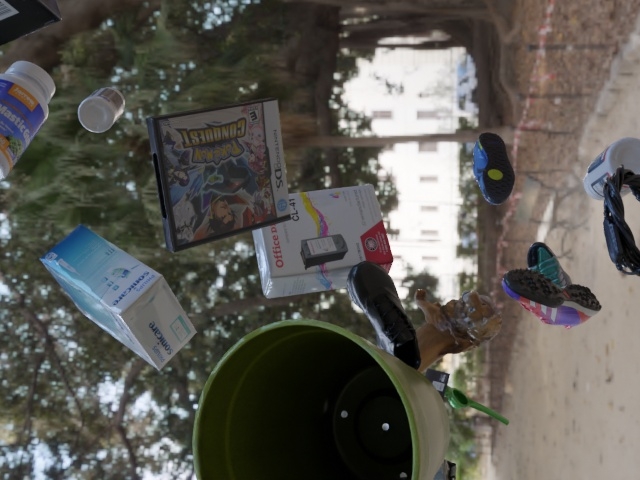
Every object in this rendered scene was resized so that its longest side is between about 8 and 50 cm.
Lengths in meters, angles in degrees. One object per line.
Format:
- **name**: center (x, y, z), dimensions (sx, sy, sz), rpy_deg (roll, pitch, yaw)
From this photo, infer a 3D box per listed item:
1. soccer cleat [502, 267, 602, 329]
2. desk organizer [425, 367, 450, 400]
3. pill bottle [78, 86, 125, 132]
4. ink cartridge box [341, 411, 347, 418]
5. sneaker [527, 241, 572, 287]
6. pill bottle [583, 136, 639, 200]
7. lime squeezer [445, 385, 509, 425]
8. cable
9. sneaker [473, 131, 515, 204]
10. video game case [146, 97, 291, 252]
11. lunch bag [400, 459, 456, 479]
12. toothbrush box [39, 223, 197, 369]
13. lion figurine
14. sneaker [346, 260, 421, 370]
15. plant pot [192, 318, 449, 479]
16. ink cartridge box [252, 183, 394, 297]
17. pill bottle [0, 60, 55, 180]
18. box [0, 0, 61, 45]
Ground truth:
- **soccer cleat**: center (0.537, 0.151, 1.851), dimensions (0.116, 0.318, 0.109), rpy_deg (-52, 41, 31)
- **desk organizer**: center (0.214, 0.320, 1.502), dimensions (0.050, 0.047, 0.130), rpy_deg (82, -155, -50)
- **pill bottle**: center (-0.471, -0.288, 1.680), dimensions (0.137, 0.078, 0.078), rpy_deg (-92, 0, -68)
- **ink cartridge box**: center (-0.009, 0.343, 1.610), dimensions (0.072, 0.175, 0.128), rpy_deg (-90, 2, -47)
- **sneaker**: center (0.626, 0.090, 2.093), dimensions (0.224, 0.083, 0.098), rpy_deg (61, -148, -15)
- **pill bottle**: center (0.650, -0.149, 1.700), dimensions (0.180, 0.107, 0.108), rpy_deg (96, 178, -79)
- **lime squeezer**: center (0.300, 0.397, 1.840), dimensions (0.059, 0.310, 0.110), rpy_deg (-88, -2, -78)
- **cable**: center (0.500, -0.032, 1.199), dimensions (0.047, 0.150, 0.185), rpy_deg (146, 118, -61)
- **sneaker**: center (0.359, -0.135, 1.623), dimensions (0.209, 0.069, 0.082), rpy_deg (-87, 5, -45)
- **video game case**: center (-0.184, -0.130, 1.474), dimensions (0.274, 0.035, 0.248), rpy_deg (-17, -71, -36)
- **lunch bag**: center (0.156, 0.607, 1.684), dimensions (0.213, 0.304, 0.256), rpy_deg (-83, -16, -68)
- **toothbrush box**: center (-0.440, 0.122, 1.694), dimensions (0.126, 0.295, 0.216), rpy_deg (-46, -38, -23)
- **lion figurine**: center (0.247, 0.255, 1.876), dimensions (0.142, 0.392, 0.240), rpy_deg (46, -178, -34)
- **sneaker**: center (0.157, 0.171, 1.727), dimensions (0.286, 0.109, 0.130), rpy_deg (60, 174, -20)
- **plant pot**: center (0.048, 0.317, 1.250), dimensions (0.353, 0.366, 0.367), rpy_deg (15, -103, -62)
- **ink cartridge box**: center (0.000, 0.000, 1.881), dimensions (0.131, 0.306, 0.226), rpy_deg (109, 151, -61)
- **pill bottle**: center (-0.707, -0.275, 1.730), dimensions (0.152, 0.152, 0.272), rpy_deg (79, -156, -50)
- **box**: center (-0.643, -0.548, 1.386), dimensions (0.296, 0.182, 0.294), rpy_deg (43, -155, -83)
